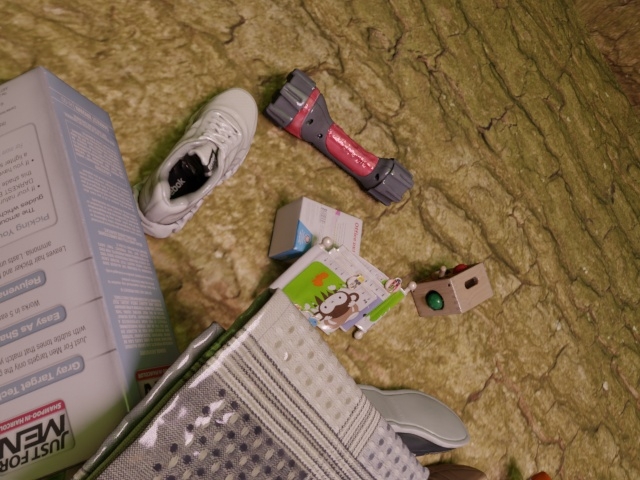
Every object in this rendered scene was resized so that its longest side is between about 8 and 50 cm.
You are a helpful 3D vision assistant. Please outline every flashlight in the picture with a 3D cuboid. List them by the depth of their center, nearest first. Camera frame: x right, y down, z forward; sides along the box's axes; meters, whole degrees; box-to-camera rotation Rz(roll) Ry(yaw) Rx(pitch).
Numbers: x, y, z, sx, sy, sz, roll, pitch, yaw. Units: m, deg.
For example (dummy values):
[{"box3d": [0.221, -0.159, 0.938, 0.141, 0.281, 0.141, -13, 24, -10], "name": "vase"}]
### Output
[{"box3d": [0.044, -0.181, 0.832, 0.304, 0.103, 0.103, 35, 27, -17], "name": "flashlight"}]

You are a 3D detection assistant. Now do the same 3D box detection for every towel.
[{"box3d": [-0.060, 0.246, 0.403, 0.312, 0.056, 0.324, -46, 117, -24], "name": "towel"}]

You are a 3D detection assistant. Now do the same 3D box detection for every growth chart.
[{"box3d": [0.031, 0.090, 0.750, 0.237, 0.021, 0.172, 30, 108, -34], "name": "growth chart"}]

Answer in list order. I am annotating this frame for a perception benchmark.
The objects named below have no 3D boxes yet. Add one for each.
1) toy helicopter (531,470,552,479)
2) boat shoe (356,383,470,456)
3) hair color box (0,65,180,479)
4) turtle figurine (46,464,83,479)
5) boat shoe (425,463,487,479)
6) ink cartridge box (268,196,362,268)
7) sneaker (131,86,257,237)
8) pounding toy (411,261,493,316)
[{"box3d": [0.453, 0.629, 0.808, 0.140, 0.355, 0.234, -29, 119, 4], "name": "toy helicopter"}, {"box3d": [0.133, 0.324, 0.783, 0.303, 0.091, 0.114, 24, 22, -26], "name": "boat shoe"}, {"box3d": [-0.284, 0.037, 0.460, 0.186, 0.113, 0.374, -23, 76, 5], "name": "hair color box"}, {"box3d": [-0.167, 0.227, 0.513, 0.267, 0.274, 0.197, 3, 111, -12], "name": "turtle figurine"}, {"box3d": [0.172, 0.467, 0.768, 0.286, 0.103, 0.092, -5, 86, -31], "name": "boat shoe"}, {"box3d": [0.000, 0.000, 0.770, 0.143, 0.090, 0.092, 21, 68, -30], "name": "ink cartridge box"}, {"box3d": [-0.168, -0.133, 0.676, 0.110, 0.118, 0.292, 38, 59, -19], "name": "sneaker"}, {"box3d": [0.253, 0.089, 0.895, 0.141, 0.130, 0.100, -18, 88, -36], "name": "pounding toy"}]
